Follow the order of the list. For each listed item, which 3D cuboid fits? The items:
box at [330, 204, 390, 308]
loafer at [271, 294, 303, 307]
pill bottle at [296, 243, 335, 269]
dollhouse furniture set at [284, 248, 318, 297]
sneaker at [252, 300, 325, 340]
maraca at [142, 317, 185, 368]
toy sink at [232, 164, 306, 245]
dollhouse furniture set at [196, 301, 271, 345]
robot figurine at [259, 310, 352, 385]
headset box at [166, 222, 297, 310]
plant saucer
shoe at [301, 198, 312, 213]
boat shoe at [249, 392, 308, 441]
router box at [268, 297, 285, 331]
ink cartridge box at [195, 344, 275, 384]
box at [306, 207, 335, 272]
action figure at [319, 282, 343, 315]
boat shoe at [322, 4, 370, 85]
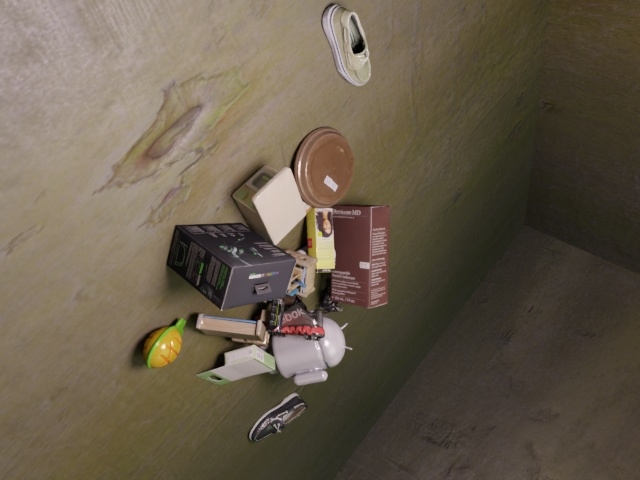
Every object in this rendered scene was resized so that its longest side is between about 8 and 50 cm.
[{"bbox_3d":[0.152,0.054,1.873,0.143,0.191,0.381,-4,97,-50],"label":"box"},{"bbox_3d":[-0.130,0.206,1.833,0.220,0.078,0.080,22,98,-57],"label":"loafer"},{"bbox_3d":[-0.040,0.071,1.819,0.180,0.108,0.107,-31,137,-36],"label":"pill bottle"},{"bbox_3d":[-0.114,0.131,1.652,0.184,0.129,0.129,-35,137,-54],"label":"dollhouse furniture set"},{"bbox_3d":[-0.114,0.288,1.800,0.097,0.276,0.135,61,35,-70],"label":"sneaker"},{"bbox_3d":[-0.462,0.308,1.470,0.127,0.099,0.185,-67,172,30],"label":"maraca"},{"bbox_3d":[-0.161,-0.125,1.486,0.153,0.131,0.234,-47,150,-18],"label":"toy sink"},{"bbox_3d":[-0.265,0.179,1.652,0.286,0.198,0.303,91,7,-70],"label":"dollhouse furniture set"},{"bbox_3d":[-0.056,0.415,1.903,0.354,0.299,0.199,-15,145,6],"label":"robot figurine"},{"bbox_3d":[-0.244,0.065,1.388,0.246,0.283,0.131,-6,120,-52],"label":"headset box"},{"bbox_3d":[0.025,-0.242,1.653,0.278,0.041,0.277,-16,112,-43],"label":"plant saucer"},{"bbox_3d":[-0.053,-0.131,1.693,0.219,0.077,0.058,-37,104,-31],"label":"shoe"},{"bbox_3d":[-0.187,0.817,2.228,0.303,0.091,0.114,-36,140,-31],"label":"boat shoe"},{"bbox_3d":[-0.153,0.262,1.710,0.092,0.038,0.122,89,8,-76],"label":"router box"},{"bbox_3d":[-0.304,0.453,1.764,0.235,0.056,0.171,-17,147,14],"label":"ink cartridge box"},{"bbox_3d":[0.000,0.000,1.752,0.087,0.058,0.232,-1,87,-38],"label":"box"},{"bbox_3d":[0.085,0.218,2.074,0.164,0.141,0.275,-16,127,-61],"label":"action figure"},{"bbox_3d":[0.099,-0.580,1.499,0.109,0.094,0.302,-55,146,-6],"label":"boat shoe"}]
